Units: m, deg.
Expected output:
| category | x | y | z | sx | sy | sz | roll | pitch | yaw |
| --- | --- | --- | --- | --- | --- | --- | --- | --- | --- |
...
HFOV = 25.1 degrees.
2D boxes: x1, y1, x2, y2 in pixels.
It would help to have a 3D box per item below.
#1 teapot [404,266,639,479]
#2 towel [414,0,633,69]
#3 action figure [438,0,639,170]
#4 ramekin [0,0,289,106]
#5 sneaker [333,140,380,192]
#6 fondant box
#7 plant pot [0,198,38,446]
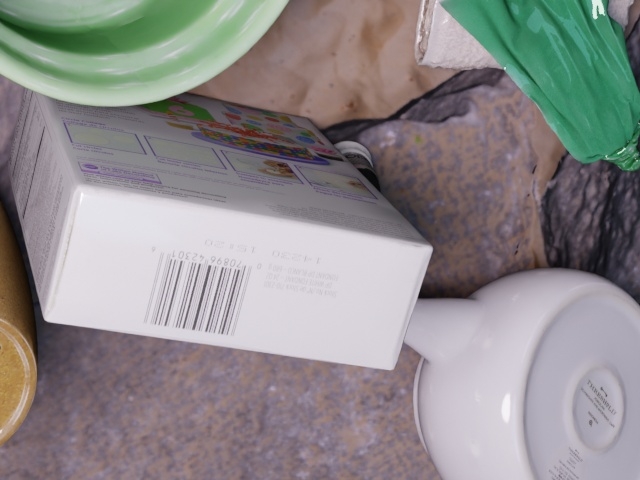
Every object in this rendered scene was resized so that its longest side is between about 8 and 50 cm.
| category | x | y | z | sx | sy | sz | roll | pitch | yaw |
| --- | --- | --- | --- | --- | --- | --- | --- | --- | --- |
| teapot | 0.174 | 0.144 | 1.269 | 0.252 | 0.187 | 0.256 | -12 | 96 | -41 |
| towel | 0.191 | -0.272 | 1.191 | 0.187 | 0.049 | 0.282 | 4 | 108 | -17 |
| action figure | 0.204 | -0.146 | 1.184 | 0.137 | 0.063 | 0.232 | -36 | 113 | -2 |
| ramekin | -0.163 | -0.257 | 1.013 | 0.303 | 0.148 | 0.303 | -9 | 110 | -26 |
| sneaker | 0.000 | 0.000 | 1.219 | 0.063 | 0.075 | 0.170 | 25 | 101 | -23 |
| fondant box | -0.089 | -0.028 | 1.042 | 0.238 | 0.330 | 0.096 | 10 | 108 | -19 |
| plant pot | -0.302 | 0.053 | 1.022 | 0.237 | 0.254 | 0.237 | -14 | 120 | -26 |
